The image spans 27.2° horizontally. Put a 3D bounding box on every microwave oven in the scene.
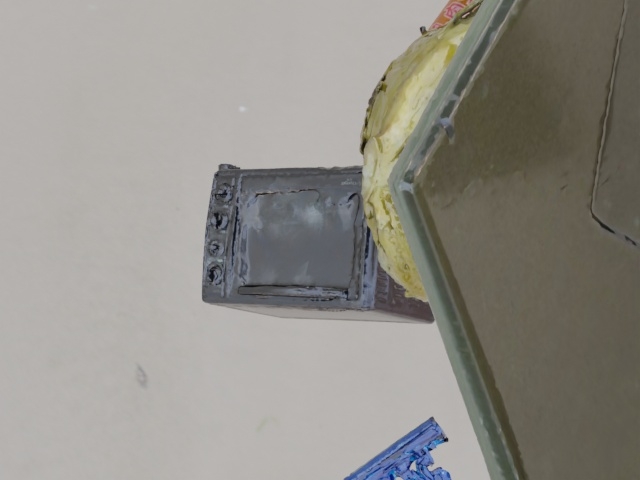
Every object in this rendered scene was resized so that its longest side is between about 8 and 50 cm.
[{"bbox_3d":[0.001,0.002,1.563,0.188,0.247,0.178,20,74,-54],"label":"microwave oven"}]

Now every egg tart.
[{"bbox_3d":[0.140,-0.095,1.242,0.341,0.132,0.341,-31,136,-36],"label":"egg tart"}]

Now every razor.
[{"bbox_3d":[0.133,0.261,1.168,0.093,0.056,0.324,-35,138,7],"label":"razor"}]

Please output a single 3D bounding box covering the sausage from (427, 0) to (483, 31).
[{"bbox_3d":[0.127,-0.193,1.603,0.071,0.071,0.234,40,79,-28],"label":"sausage"}]

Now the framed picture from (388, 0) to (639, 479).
[{"bbox_3d":[0.116,-0.038,0.453,0.020,0.240,0.324,2,139,-23],"label":"framed picture"}]
